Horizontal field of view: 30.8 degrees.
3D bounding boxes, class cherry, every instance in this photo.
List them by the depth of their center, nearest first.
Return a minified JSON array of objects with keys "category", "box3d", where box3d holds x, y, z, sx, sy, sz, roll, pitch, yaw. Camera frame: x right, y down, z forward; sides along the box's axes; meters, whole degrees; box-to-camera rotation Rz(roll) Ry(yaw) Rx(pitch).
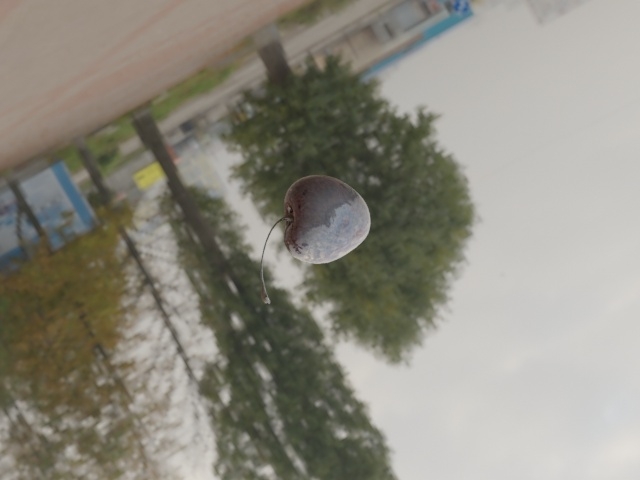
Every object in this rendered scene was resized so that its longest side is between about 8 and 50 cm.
[{"category":"cherry","box3d":[0.004,0.000,1.686,0.115,0.188,0.148,0,176,34]}]
